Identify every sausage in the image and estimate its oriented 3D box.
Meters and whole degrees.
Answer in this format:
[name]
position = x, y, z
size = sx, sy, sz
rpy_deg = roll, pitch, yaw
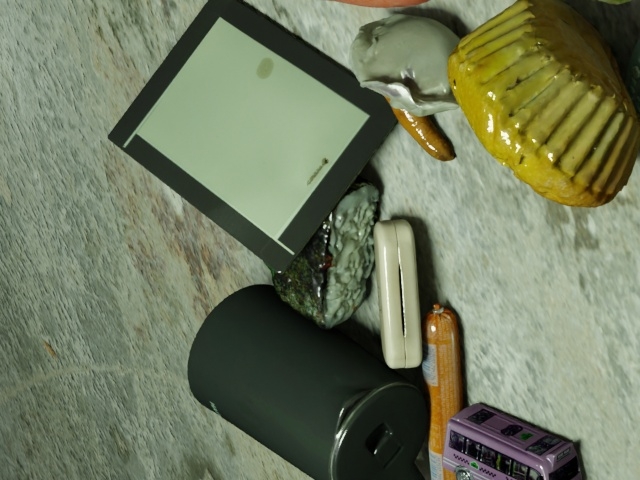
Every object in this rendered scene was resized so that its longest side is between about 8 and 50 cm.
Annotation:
[sausage]
position = 0.169, 0.240, 1.785
size = 0.053, 0.053, 0.348
rpy_deg = 15, 122, 40

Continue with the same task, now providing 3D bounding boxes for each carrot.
[carrot]
position = 0.104, -0.175, 1.626
size = 0.191, 0.047, 0.047
rpy_deg = 57, 139, 2

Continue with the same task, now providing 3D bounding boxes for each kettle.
[kettle]
position = -0.014, 0.238, 1.829
size = 0.308, 0.203, 0.262
rpy_deg = 30, 134, 41

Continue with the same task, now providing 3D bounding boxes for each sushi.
[sushi]
position = 0.000, 0.000, 1.768
size = 0.127, 0.124, 0.225
rpy_deg = 26, 128, 32

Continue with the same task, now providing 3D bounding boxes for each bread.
[bread]
position = 0.243, -0.142, 1.369
size = 0.139, 0.240, 0.240
rpy_deg = -43, 79, 26

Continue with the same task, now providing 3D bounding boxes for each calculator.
[calculator]
position = 0.349, -0.158, 1.356
size = 0.153, 0.021, 0.095
rpy_deg = 98, 150, -61

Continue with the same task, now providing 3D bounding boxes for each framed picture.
[framed picture]
position = -0.094, -0.151, 1.728
size = 0.347, 0.016, 0.265
rpy_deg = 36, 90, 27

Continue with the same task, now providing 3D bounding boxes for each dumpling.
[dumpling]
position = 0.109, -0.196, 1.544
size = 0.188, 0.127, 0.108
rpy_deg = 37, 146, 20

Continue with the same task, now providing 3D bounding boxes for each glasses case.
[glasses case]
position = 0.101, 0.070, 1.720
size = 0.083, 0.050, 0.196
rpy_deg = -102, 7, -80

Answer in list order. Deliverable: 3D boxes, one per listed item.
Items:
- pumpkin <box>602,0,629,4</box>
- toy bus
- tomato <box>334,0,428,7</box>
[pumpkin]
position = 0.244, -0.391, 1.144
size = 0.199, 0.332, 0.332
rpy_deg = 32, 132, 32
[toy bus]
position = 0.248, 0.284, 1.703
size = 0.178, 0.087, 0.098
rpy_deg = 21, 120, 39
[tomato]
position = 0.027, -0.382, 1.379
size = 0.341, 0.341, 0.273
rpy_deg = 31, 145, 30
